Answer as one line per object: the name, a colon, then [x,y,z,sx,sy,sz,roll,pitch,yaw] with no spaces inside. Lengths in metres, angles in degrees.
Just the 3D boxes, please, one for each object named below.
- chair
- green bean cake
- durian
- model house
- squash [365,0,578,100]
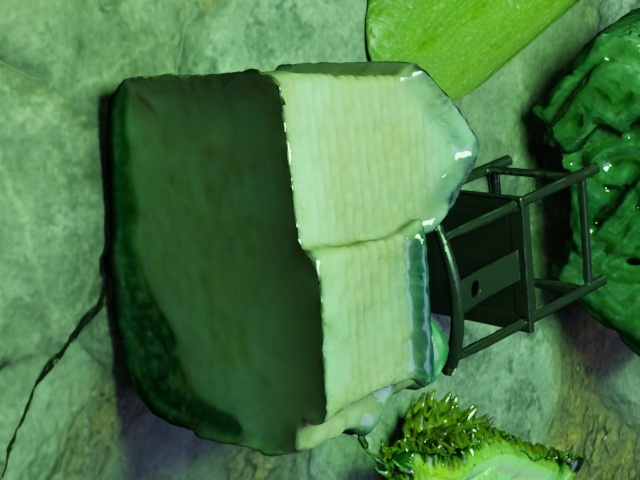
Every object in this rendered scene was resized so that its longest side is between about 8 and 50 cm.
chair: [0.167,0.016,1.317,0.260,0.141,0.155,-22,111,-41]
green bean cake: [0.363,-0.056,1.425,0.169,0.300,0.308,-33,161,-49]
durian: [0.143,0.230,1.354,0.375,0.106,0.132,10,92,-45]
model house: [0.002,-0.001,1.089,0.284,0.243,0.298,-12,102,-43]
squash: [0.159,-0.276,1.301,0.260,0.189,0.189,-40,135,20]
